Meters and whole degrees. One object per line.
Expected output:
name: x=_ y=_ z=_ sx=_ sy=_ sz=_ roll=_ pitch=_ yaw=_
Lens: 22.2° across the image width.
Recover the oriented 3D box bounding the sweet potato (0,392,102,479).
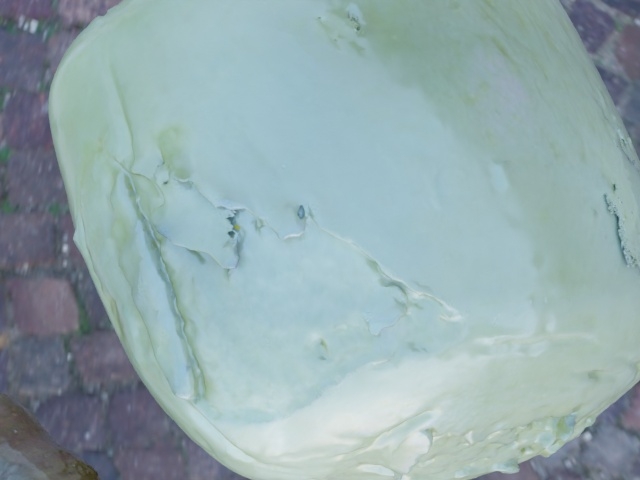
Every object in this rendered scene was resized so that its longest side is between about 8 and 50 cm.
sweet potato: x=-0.092 y=0.177 z=0.718 sx=0.059 sy=0.281 sz=0.067 roll=0 pitch=132 yaw=-43

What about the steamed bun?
steamed bun: x=0.040 y=-0.021 z=0.687 sx=0.273 sy=0.232 sz=0.166 roll=-3 pitch=147 yaw=-35
